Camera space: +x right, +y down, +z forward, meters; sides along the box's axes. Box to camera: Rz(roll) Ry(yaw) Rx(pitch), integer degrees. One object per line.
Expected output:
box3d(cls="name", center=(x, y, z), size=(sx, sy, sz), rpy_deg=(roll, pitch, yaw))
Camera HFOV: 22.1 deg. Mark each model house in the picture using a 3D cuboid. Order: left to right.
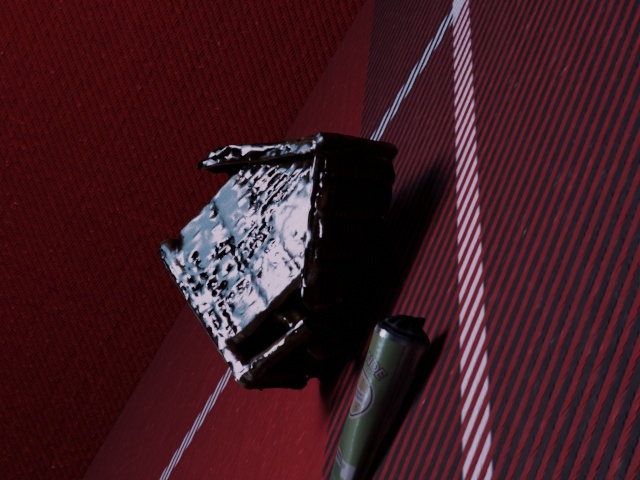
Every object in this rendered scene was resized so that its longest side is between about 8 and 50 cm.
box3d(cls="model house", center=(0.000, 0.000, 1.953), size=(0.282, 0.297, 0.317), rpy_deg=(-50, -25, 15))

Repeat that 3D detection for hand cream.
box3d(cls="hand cream", center=(0.044, 0.177, 1.582), size=(0.086, 0.055, 0.235), rpy_deg=(-95, 27, -77))
